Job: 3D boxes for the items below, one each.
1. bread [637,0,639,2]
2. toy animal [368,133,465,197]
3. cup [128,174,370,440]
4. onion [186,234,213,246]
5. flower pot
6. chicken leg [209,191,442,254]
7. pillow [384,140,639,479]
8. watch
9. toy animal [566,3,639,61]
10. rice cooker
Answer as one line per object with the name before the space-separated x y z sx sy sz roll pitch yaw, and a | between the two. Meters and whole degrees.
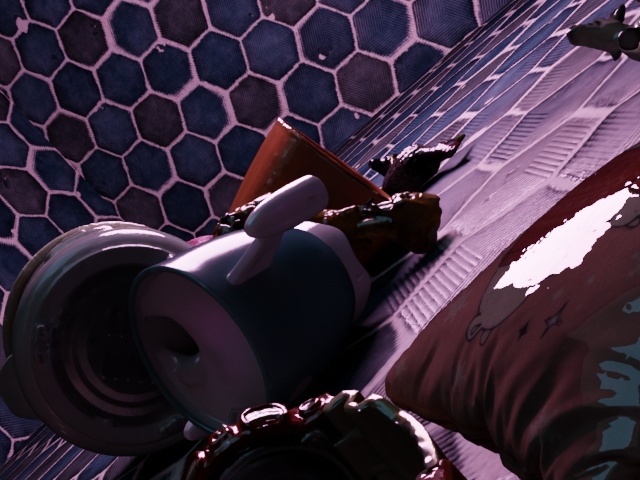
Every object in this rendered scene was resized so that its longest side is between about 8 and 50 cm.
bread | 0.395 -0.315 1.030 0.138 0.077 0.361 -39 8 34
toy animal | 0.120 -0.088 1.316 0.202 0.070 0.105 -28 29 55
cup | -0.050 0.061 0.904 0.173 0.167 0.299 -33 -26 -42
onion | -0.168 0.081 1.422 0.207 0.200 0.201 -1 -29 -49
flower pot | -0.018 -0.015 1.156 0.173 0.191 0.190 -55 5 7
chicken leg | 0.000 -0.002 1.024 0.252 0.107 0.087 -11 24 16
pillow | 0.140 0.013 0.429 0.223 0.084 0.236 -42 9 -9
watch | 0.003 0.148 0.410 0.165 0.102 0.268 -42 15 -11
toy animal | 0.301 -0.190 0.823 0.217 0.073 0.176 -33 10 29
rice cooker | -0.226 0.106 1.188 0.317 0.264 0.316 -29 8 4
